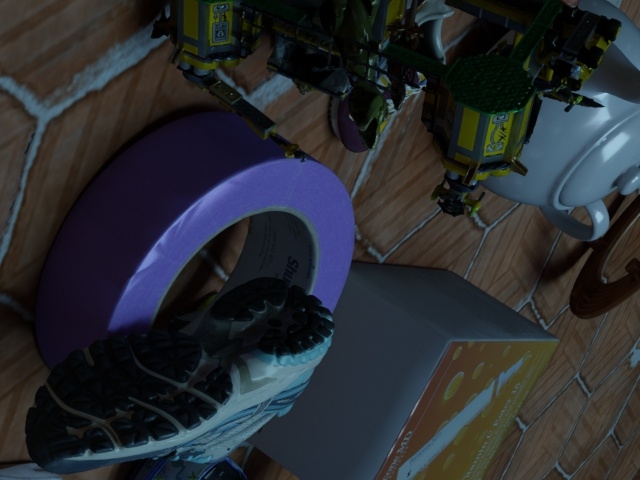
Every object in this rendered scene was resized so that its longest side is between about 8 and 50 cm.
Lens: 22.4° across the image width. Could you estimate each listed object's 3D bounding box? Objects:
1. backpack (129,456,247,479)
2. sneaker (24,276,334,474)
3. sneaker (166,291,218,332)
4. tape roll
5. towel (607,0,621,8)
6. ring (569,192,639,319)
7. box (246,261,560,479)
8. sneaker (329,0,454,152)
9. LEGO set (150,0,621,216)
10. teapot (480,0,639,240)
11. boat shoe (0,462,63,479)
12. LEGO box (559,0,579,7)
[{"bbox_3d":[-0.134,0.238,1.560,0.105,0.084,0.114,-52,160,-13],"label":"backpack"},{"bbox_3d":[-0.103,0.134,1.244,0.283,0.110,0.122,-20,137,-41],"label":"sneaker"},{"bbox_3d":[-0.110,0.080,1.482,0.083,0.031,0.035,-31,145,-44],"label":"sneaker"},{"bbox_3d":[-0.099,0.034,1.338,0.275,0.090,0.275,-33,142,-31],"label":"tape roll"},{"bbox_3d":[0.285,-0.309,1.732,0.282,0.049,0.187,-7,125,-59],"label":"towel"},{"bbox_3d":[0.450,-0.030,2.202,0.336,0.032,0.336,-49,-174,7],"label":"ring"},{"bbox_3d":[0.095,0.157,1.787,0.345,0.168,0.215,6,114,-62],"label":"box"},{"bbox_3d":[0.067,-0.148,1.477,0.069,0.084,0.185,-32,145,-43],"label":"sneaker"},{"bbox_3d":[0.047,-0.129,1.234,0.192,0.331,0.255,96,15,-47],"label":"LEGO set"},{"bbox_3d":[0.268,-0.118,1.706,0.252,0.187,0.256,-49,160,23],"label":"teapot"},{"bbox_3d":[-0.271,0.236,1.293,0.277,0.096,0.098,1,119,-61],"label":"boat shoe"},{"bbox_3d":[0.126,-0.456,0.983,0.372,0.193,0.500,24,98,-47],"label":"LEGO box"}]
